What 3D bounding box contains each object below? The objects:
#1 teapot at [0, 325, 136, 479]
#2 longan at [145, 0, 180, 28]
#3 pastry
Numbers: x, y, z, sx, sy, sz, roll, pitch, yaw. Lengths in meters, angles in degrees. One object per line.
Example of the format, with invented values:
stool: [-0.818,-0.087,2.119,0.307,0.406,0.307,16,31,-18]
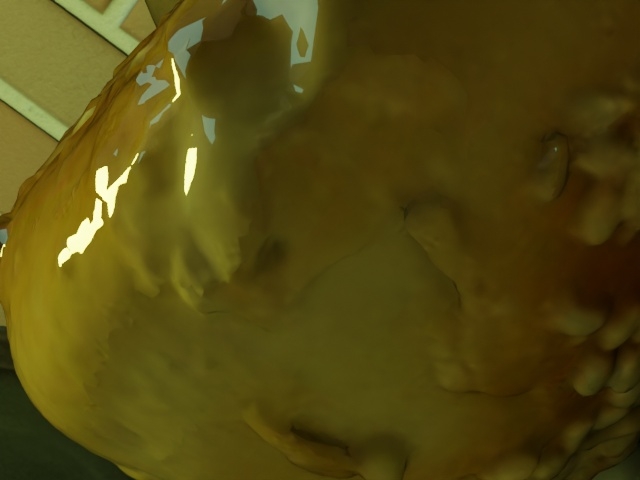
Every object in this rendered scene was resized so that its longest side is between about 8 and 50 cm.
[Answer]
teapot: [-0.205,0.256,0.867,0.315,0.233,0.312,-99,30,-41]
longan: [0.038,-0.186,0.913,0.297,0.297,0.297,-53,6,8]
pastry: [0.047,-0.039,0.516,0.284,0.184,0.316,-40,12,41]
